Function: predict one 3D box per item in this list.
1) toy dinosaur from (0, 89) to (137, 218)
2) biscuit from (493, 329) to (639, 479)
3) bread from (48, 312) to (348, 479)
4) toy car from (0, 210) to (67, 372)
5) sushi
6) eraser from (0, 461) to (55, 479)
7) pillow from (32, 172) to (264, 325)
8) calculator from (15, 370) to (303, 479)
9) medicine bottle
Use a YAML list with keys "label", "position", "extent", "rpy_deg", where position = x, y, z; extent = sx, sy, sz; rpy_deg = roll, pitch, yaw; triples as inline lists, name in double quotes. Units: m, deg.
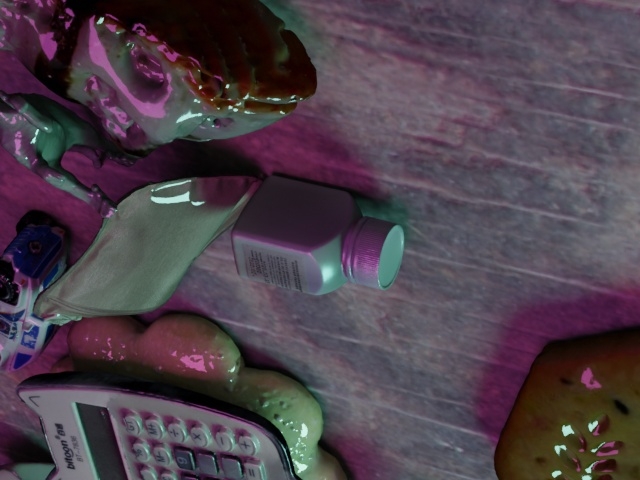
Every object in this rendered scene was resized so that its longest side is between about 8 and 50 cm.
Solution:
- label: "toy dinosaur"
  position: [-0.210, -0.082, 1.391]
  extent: [0.167, 0.053, 0.242]
  rpy_deg: [34, -175, -2]
- label: "biscuit"
  position: [0.301, 0.203, 1.439]
  extent: [0.359, 0.046, 0.359]
  rpy_deg: [17, 138, 16]
- label: "bread"
  position: [-0.118, 0.186, 1.681]
  extent: [0.316, 0.054, 0.316]
  rpy_deg: [19, 137, 19]
- label: "toy car"
  position: [-0.259, 0.056, 1.618]
  extent: [0.070, 0.080, 0.170]
  rpy_deg: [29, 139, 4]
- label: "sushi"
  position: [-0.165, -0.162, 1.308]
  extent: [0.332, 0.124, 0.130]
  rpy_deg: [34, 136, -2]
- label: "eraser"
  position: [-0.209, 0.338, 1.882]
  extent: [0.089, 0.061, 0.352]
  rpy_deg: [-23, 115, 44]
- label: "pillow"
  position: [-0.141, 0.009, 1.484]
  extent: [0.131, 0.038, 0.232]
  rpy_deg: [-1, 151, -32]
- label: "calculator"
  position: [-0.132, 0.190, 1.622]
  extent: [0.268, 0.040, 0.177]
  rpy_deg: [12, 135, 22]
- label: "medicine bottle"
  position: [0.000, 0.000, 1.403]
  extent: [0.118, 0.074, 0.055]
  rpy_deg: [12, 135, 21]
